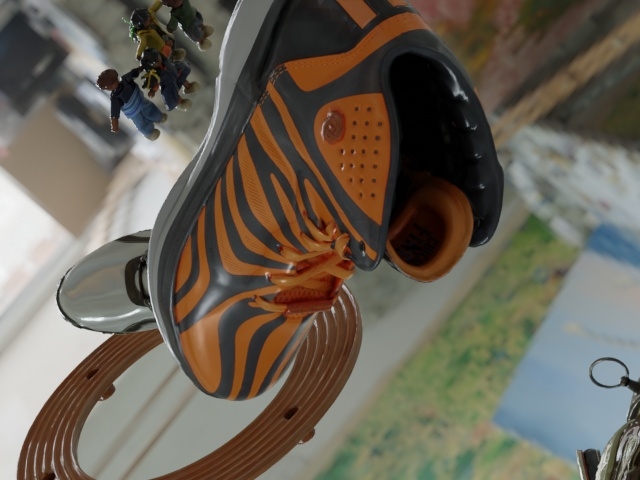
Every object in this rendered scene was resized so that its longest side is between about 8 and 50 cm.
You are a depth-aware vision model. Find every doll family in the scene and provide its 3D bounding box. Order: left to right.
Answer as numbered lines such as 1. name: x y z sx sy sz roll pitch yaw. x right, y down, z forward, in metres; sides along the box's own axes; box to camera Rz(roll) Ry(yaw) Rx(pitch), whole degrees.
1. doll family: -0.189 -0.205 2.111 0.076 0.193 0.111 -2 152 24

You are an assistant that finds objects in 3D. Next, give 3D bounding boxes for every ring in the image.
1. ring: -0.111 0.139 1.609 0.336 0.336 0.032 21 146 57

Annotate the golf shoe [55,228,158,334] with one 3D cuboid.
1. golf shoe: -0.106 0.022 1.360 0.094 0.198 0.077 25 -127 -80

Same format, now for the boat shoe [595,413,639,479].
1. boat shoe: 0.215 0.220 1.210 0.095 0.257 0.095 15 148 -12

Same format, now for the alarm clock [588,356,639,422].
1. alarm clock: 0.349 0.161 1.818 0.192 0.064 0.129 26 132 -4

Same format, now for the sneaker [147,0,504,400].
1. sneaker: 0.000 0.000 1.112 0.180 0.125 0.321 45 135 38

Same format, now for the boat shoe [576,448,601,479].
1. boat shoe: 0.219 0.205 1.327 0.049 0.043 0.137 65 -176 -57
